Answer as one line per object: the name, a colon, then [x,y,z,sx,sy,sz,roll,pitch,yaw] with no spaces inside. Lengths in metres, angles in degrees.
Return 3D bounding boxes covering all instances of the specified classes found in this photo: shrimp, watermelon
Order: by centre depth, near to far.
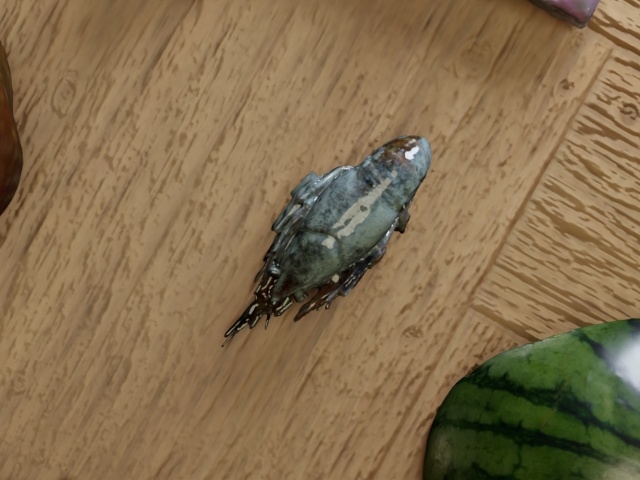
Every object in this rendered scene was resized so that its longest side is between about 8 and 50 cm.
watermelon: [0.251,0.214,1.319,0.330,0.189,0.331,0,88,-1]
shrimp: [0.000,0.000,1.342,0.233,0.079,0.090,-44,91,1]

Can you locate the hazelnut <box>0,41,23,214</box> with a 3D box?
hazelnut: [-0.317,-0.088,1.251,0.217,0.217,0.252,-1,67,-6]

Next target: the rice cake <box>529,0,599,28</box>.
rice cake: [0.053,-0.277,1.345,0.399,0.064,0.070,23,94,-6]
